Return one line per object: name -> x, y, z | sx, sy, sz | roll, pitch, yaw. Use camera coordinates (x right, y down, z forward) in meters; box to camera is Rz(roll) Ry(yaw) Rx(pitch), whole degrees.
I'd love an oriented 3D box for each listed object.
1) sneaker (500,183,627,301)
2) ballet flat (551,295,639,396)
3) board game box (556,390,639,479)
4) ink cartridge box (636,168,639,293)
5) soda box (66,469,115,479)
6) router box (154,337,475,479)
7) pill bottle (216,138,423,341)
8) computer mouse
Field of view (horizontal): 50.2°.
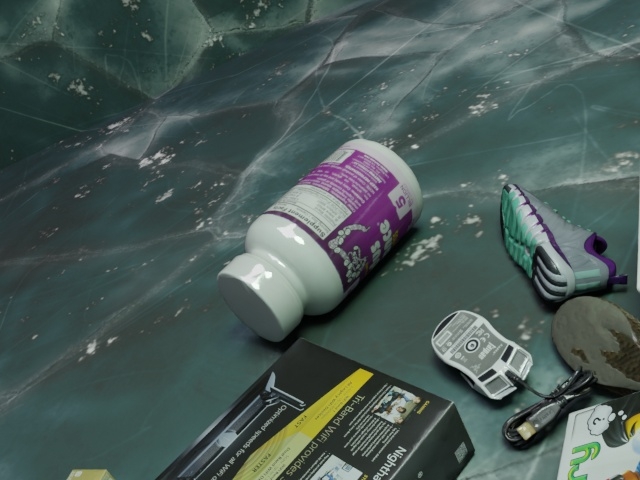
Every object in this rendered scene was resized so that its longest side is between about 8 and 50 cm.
sneaker -> 0.298, -0.001, 0.865 | 0.098, 0.083, 0.223 | -4, 35, -2
ballet flat -> 0.322, 0.122, 0.656 | 0.250, 0.058, 0.084 | 31, 98, 62
board game box -> 0.240, 0.227, 0.466 | 0.193, 0.053, 0.305 | -40, 13, 45
ink cartridge box -> 0.444, -0.038, 0.615 | 0.278, 0.117, 0.201 | -24, 40, 48
soda box -> -0.288, 0.349, 0.759 | 0.058, 0.061, 0.181 | -10, 34, 26
router box -> -0.034, 0.255, 0.690 | 0.309, 0.081, 0.243 | -42, 33, -26
pill bottle -> 0.000, 0.000, 0.981 | 0.169, 0.169, 0.301 | 11, 47, 47
computer mouse -> 0.194, 0.137, 0.735 | 0.106, 0.042, 0.193 | -46, 33, -2
